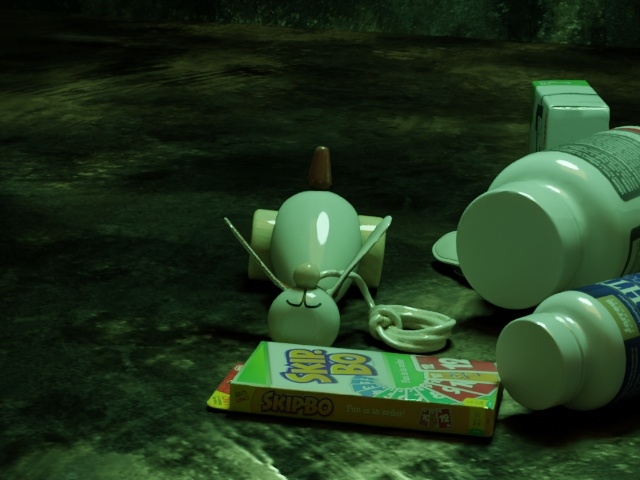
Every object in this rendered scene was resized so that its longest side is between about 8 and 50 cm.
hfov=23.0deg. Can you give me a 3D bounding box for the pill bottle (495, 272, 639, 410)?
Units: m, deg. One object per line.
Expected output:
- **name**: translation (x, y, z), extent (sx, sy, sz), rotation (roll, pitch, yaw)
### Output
- **pill bottle**: translation (0.256, 0.096, 1.450), extent (0.186, 0.112, 0.112), rotation (-12, 20, -39)

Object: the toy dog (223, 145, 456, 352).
- **toy dog**: translation (0.000, 0.000, 1.676), extent (0.220, 0.161, 0.333), rotation (-4, 16, -18)

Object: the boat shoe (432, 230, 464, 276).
- **boat shoe**: translation (0.173, 0.021, 1.852), extent (0.046, 0.038, 0.125), rotation (-47, 24, -10)

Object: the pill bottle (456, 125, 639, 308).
- **pill bottle**: translation (0.288, -0.021, 1.758), extent (0.176, 0.176, 0.318), rotation (12, 18, 34)

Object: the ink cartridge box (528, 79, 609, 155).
- **ink cartridge box**: translation (0.348, -0.136, 2.226), extent (0.087, 0.153, 0.208), rotation (1, 14, 0)

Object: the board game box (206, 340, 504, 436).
- **board game box**: translation (0.034, 0.134, 1.443), extent (0.259, 0.039, 0.124), rotation (2, 15, 11)
